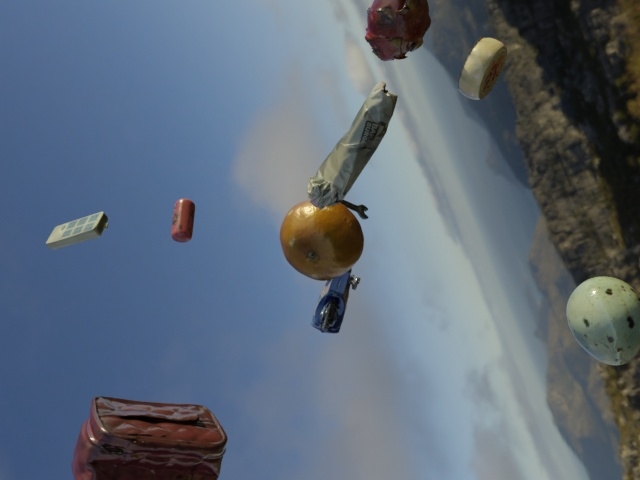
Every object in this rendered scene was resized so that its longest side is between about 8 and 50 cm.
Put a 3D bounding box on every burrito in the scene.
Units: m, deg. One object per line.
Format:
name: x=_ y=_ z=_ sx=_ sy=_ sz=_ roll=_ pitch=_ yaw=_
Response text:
burrito: x=0.048 y=-0.132 z=1.050 sx=0.064 sy=0.203 sz=0.064 roll=32 pitch=-170 yaw=-7

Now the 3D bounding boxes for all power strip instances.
power strip: x=-0.675 y=-0.026 z=2.036 sx=0.081 sy=0.192 sz=0.035 roll=-81 pitch=-30 yaw=-46

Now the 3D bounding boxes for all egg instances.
egg: x=0.500 y=0.141 z=1.278 sx=0.131 sy=0.131 sz=0.164 roll=-89 pitch=-21 yaw=-64

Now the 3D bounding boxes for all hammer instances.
hammer: x=-0.249 y=-0.035 z=1.328 sx=0.043 sy=0.043 sz=0.083 roll=52 pitch=-147 yaw=-57

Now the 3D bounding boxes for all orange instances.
orange: x=0.000 y=0.000 z=1.330 sx=0.156 sy=0.156 sz=0.124 roll=63 pitch=-155 yaw=-26

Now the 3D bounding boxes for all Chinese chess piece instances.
Chinese chess piece: x=0.319 y=-0.337 z=1.442 sx=0.051 sy=0.122 sz=0.122 roll=31 pitch=179 yaw=19

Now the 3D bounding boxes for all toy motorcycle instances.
toy motorcycle: x=0.028 y=0.115 z=1.474 sx=0.114 sy=0.076 sz=0.205 roll=106 pitch=-178 yaw=-46

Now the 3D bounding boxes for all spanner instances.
spanner: x=0.058 y=-0.118 z=2.203 sx=0.255 sy=0.015 sz=0.054 roll=21 pitch=-130 yaw=-41

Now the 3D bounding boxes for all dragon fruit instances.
dragon fruit: x=0.153 y=-0.465 z=1.425 sx=0.125 sy=0.125 sz=0.246 roll=37 pitch=147 yaw=36

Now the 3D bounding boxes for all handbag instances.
handbag: x=-0.263 y=0.323 z=1.134 sx=0.225 sy=0.135 sz=0.146 roll=15 pitch=-172 yaw=-27
